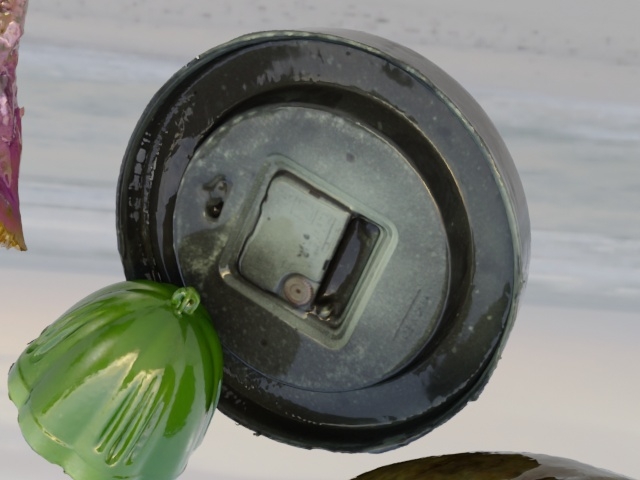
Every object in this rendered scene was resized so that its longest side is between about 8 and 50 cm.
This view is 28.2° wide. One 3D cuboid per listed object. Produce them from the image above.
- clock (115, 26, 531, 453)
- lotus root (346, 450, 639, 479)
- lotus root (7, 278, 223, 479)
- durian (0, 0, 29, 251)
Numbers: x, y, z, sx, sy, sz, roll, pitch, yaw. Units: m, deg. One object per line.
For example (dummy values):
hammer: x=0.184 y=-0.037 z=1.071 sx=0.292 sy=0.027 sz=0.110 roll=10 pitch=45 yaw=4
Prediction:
clock: x=0.000 y=0.000 z=1.129 sx=0.386 sy=0.386 sz=0.076 roll=3 pitch=-163 yaw=22
lotus root: x=0.082 y=0.268 z=0.888 sx=0.250 sy=0.250 sz=0.346 roll=6 pitch=162 yaw=-38
lotus root: x=-0.150 y=0.097 z=1.076 sx=0.186 sy=0.186 sz=0.186 roll=4 pitch=178 yaw=0
durian: x=-0.282 y=-0.134 z=0.931 sx=0.153 sy=0.261 sz=0.186 roll=1 pitch=171 yaw=-19
